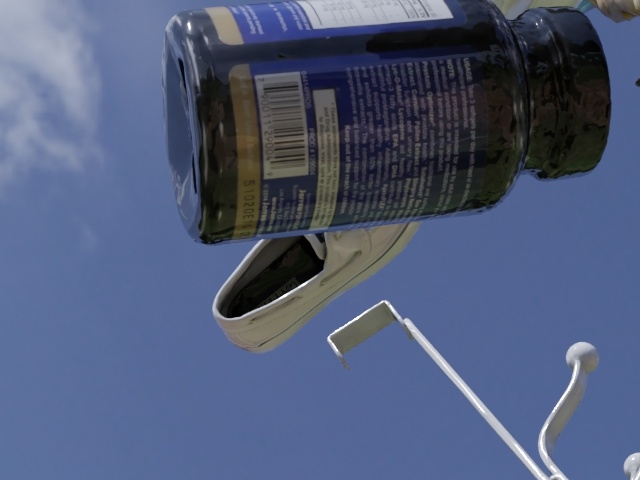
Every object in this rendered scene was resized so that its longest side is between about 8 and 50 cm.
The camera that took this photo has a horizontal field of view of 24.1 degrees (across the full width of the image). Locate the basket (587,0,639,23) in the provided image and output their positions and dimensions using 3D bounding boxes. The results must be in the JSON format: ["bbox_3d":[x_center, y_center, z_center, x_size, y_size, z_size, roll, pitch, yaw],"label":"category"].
[{"bbox_3d":[0.191,-0.132,0.354,0.223,0.299,0.213,11,-77,-6],"label":"basket"}]

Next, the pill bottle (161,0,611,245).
[{"bbox_3d":[0.033,-0.068,0.790,0.219,0.122,0.122,-6,-39,-13],"label":"pill bottle"}]

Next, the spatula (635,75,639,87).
[{"bbox_3d":[0.531,-0.254,1.903,0.296,0.030,0.084,-25,-25,32],"label":"spatula"}]

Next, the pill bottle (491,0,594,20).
[{"bbox_3d":[0.196,-0.297,1.363,0.361,0.204,0.204,-30,-19,-44],"label":"pill bottle"}]

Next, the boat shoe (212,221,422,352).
[{"bbox_3d":[0.000,0.000,1.492,0.267,0.096,0.088,-39,-26,0],"label":"boat shoe"}]

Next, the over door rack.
[{"bbox_3d":[0.166,0.172,1.062,0.108,0.324,0.239,-39,-59,-15],"label":"over door rack"}]
